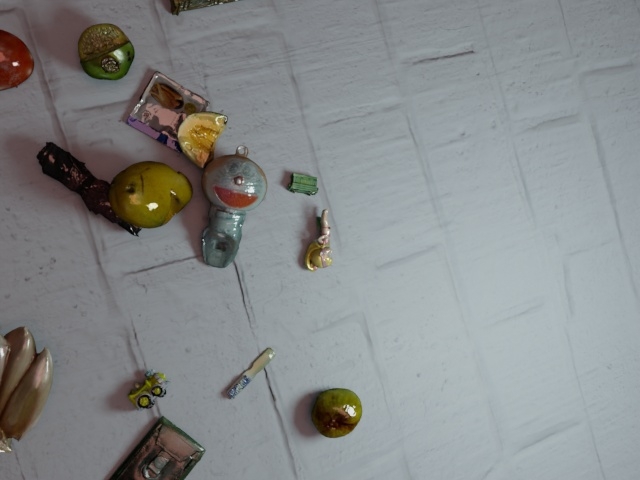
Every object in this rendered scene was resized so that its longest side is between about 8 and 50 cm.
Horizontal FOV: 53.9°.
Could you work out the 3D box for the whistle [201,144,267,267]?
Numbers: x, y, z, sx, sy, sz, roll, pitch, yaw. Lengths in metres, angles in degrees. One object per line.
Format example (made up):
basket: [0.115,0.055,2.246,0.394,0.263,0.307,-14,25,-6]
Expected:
whistle: [-0.248,-0.089,1.719,0.189,0.189,0.347,12,95,-18]

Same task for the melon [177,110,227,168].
melon: [-0.332,-0.287,1.727,0.128,0.079,0.160,28,85,-26]

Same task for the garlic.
garlic: [-0.803,0.348,1.526,0.279,0.132,0.325,14,86,-18]

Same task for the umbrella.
umbrella: [-0.590,-0.128,1.637,0.326,0.094,0.090,41,84,-12]

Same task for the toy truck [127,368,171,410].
toy truck: [-0.457,0.396,1.677,0.077,0.076,0.111,45,74,9]

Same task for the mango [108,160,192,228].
mango: [-0.430,-0.122,1.630,0.167,0.130,0.262,59,31,-6]

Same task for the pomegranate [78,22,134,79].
pomegranate: [-0.551,-0.473,1.642,0.143,0.122,0.169,-29,62,-12]

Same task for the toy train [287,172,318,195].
toy train: [-0.050,-0.164,1.849,0.093,0.038,0.056,9,79,-18]

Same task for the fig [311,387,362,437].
fig: [0.049,0.494,1.811,0.153,0.121,0.135,-18,98,-19]

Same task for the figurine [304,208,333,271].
figurine: [0.000,0.000,1.844,0.083,0.083,0.187,4,93,-18]

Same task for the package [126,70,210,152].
package: [-0.418,-0.353,1.736,0.171,0.027,0.173,29,79,-16]

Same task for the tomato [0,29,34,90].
tomato: [-0.820,-0.466,1.577,0.174,0.082,0.166,-15,92,-16]

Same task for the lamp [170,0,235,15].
lamp: [-0.268,-0.717,1.769,0.325,0.090,0.089,-18,93,-19]

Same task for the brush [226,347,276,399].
brush: [-0.196,0.376,1.783,0.033,0.030,0.178,46,75,-1]

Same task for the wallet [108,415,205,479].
wallet: [-0.439,0.611,1.682,0.160,0.055,0.236,40,77,-6]
